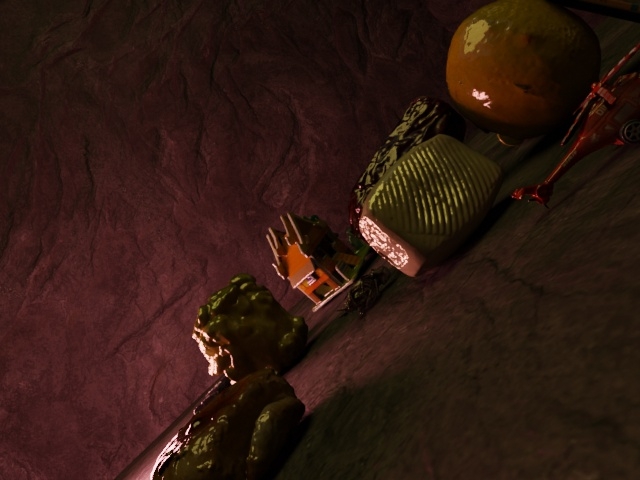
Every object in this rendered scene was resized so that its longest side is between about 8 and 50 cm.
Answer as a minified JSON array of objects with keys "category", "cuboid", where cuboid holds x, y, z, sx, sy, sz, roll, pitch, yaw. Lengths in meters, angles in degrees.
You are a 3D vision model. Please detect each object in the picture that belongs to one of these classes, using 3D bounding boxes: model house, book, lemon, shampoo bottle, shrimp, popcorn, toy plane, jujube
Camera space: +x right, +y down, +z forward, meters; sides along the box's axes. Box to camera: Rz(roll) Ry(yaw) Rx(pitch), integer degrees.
[{"category":"model house","cuboid":[0.000,0.000,1.629,0.242,0.313,0.357,-40,8,38]},{"category":"book","cuboid":[0.507,-0.407,0.835,0.170,0.242,0.018,-41,-30,-59]},{"category":"lemon","cuboid":[0.381,-0.326,0.913,0.260,0.284,0.260,-38,-12,-10]},{"category":"shampoo bottle","cuboid":[-0.273,0.440,1.414,0.098,0.071,0.309,-46,-3,5]},{"category":"shrimp","cuboid":[0.084,0.105,0.934,0.065,0.056,0.165,-35,8,43]},{"category":"popcorn","cuboid":[-0.178,0.222,1.126,0.242,0.250,0.235,-45,8,-17]},{"category":"toy plane","cuboid":[0.302,-0.114,0.525,0.194,0.077,0.126,-51,-4,-4]},{"category":"jujube","cuboid":[0.192,-0.138,1.028,0.216,0.216,0.342,108,-176,-89]}]

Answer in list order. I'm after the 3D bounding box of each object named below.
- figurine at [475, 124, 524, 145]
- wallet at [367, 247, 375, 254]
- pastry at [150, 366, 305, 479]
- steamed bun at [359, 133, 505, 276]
[{"category":"figurine","cuboid":[0.494,-0.360,1.182,0.283,0.204,0.338,-14,29,32]},{"category":"wallet","cuboid":[0.285,-0.064,1.808,0.321,0.044,0.170,-43,-2,-11]},{"category":"pastry","cuboid":[-0.123,0.265,0.629,0.218,0.100,0.229,-43,1,-36]},{"category":"steamed bun","cuboid":[0.179,-0.051,0.789,0.239,0.170,0.152,-43,-20,-22]}]
